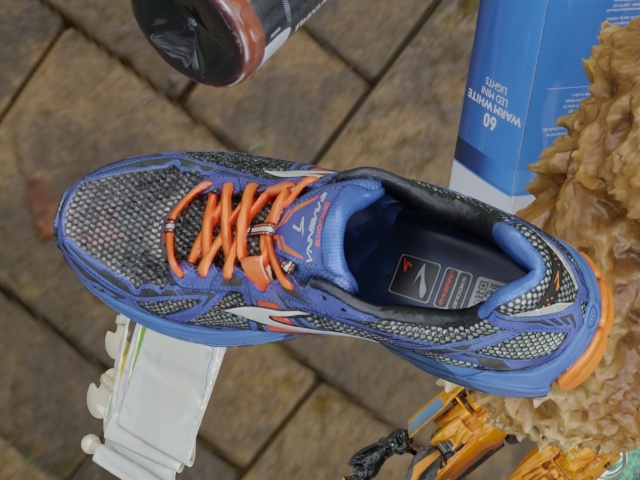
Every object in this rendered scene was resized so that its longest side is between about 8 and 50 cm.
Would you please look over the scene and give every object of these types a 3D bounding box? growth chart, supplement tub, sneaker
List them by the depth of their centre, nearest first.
[{"bbox_3d":[0.000,0.000,0.681,0.221,0.087,0.083,7,73,15],"label":"sneaker"},{"bbox_3d":[-0.032,-0.198,1.219,0.106,0.198,0.106,29,146,22],"label":"supplement tub"},{"bbox_3d":[-0.115,0.084,1.379,0.021,0.172,0.237,13,103,-37],"label":"growth chart"}]

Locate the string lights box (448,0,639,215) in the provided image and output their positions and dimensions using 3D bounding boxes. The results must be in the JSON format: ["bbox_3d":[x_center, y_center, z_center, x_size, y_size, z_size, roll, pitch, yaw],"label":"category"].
[{"bbox_3d":[0.179,-0.131,1.257,0.133,0.077,0.260,-8,119,-32],"label":"string lights box"}]

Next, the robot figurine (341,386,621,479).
[{"bbox_3d":[0.134,0.245,1.754,0.291,0.085,0.211,-41,63,6],"label":"robot figurine"}]

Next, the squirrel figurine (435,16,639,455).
[{"bbox_3d":[0.274,0.045,1.092,0.397,0.281,0.370,16,141,-6],"label":"squirrel figurine"}]

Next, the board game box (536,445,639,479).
[{"bbox_3d":[0.338,0.156,2.009,0.136,0.030,0.260,16,99,-27],"label":"board game box"}]
